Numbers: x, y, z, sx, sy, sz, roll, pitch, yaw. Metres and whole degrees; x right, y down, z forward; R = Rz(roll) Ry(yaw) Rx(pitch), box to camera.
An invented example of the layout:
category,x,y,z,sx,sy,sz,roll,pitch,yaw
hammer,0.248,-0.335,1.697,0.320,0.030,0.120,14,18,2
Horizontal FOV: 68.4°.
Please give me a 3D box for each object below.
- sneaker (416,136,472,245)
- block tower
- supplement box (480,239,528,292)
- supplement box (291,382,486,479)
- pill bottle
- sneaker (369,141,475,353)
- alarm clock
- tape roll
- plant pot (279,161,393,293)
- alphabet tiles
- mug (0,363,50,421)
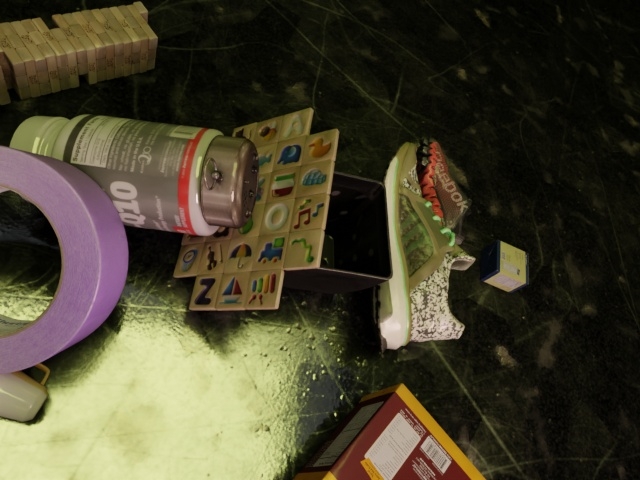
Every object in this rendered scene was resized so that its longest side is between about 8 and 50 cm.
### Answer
category,x,y,z,sx,sy,sz,roll,pitch,yaw
sneaker,0.260,-0.100,1.033,0.135,0.097,0.276,11,62,-18
block tower,-0.456,-0.337,0.844,0.335,0.091,0.097,-31,80,-33
supplement box,0.406,0.058,1.039,0.083,0.056,0.083,23,57,-12
supplement box,0.099,0.361,0.700,0.194,0.129,0.191,-37,83,-34
pill bottle,-0.292,-0.102,0.714,0.283,0.161,0.161,7,59,4
sneaker,0.191,0.009,0.884,0.182,0.158,0.410,5,72,0
alarm clock,-0.126,-0.082,0.653,0.064,0.192,0.129,8,92,6
tape roll,-0.397,0.022,0.597,0.275,0.090,0.275,0,94,0
plant pot,0.000,0.000,0.823,0.188,0.167,0.187,10,61,-18
alphabet tiles,-0.108,-0.055,0.753,0.011,0.285,0.342,38,54,-49
mug,-0.391,0.196,0.613,0.064,0.062,0.078,32,64,-15
